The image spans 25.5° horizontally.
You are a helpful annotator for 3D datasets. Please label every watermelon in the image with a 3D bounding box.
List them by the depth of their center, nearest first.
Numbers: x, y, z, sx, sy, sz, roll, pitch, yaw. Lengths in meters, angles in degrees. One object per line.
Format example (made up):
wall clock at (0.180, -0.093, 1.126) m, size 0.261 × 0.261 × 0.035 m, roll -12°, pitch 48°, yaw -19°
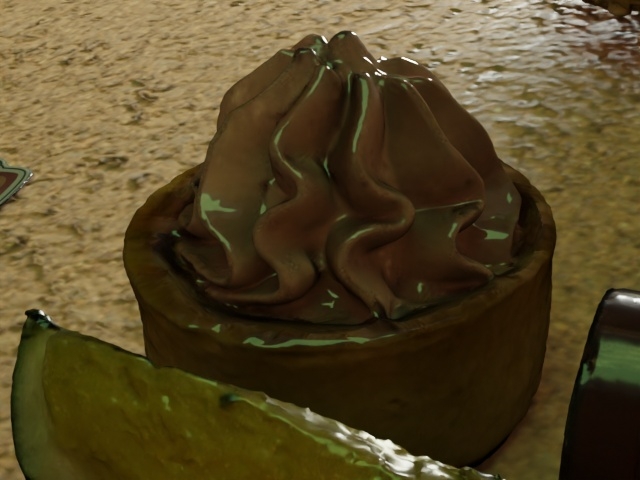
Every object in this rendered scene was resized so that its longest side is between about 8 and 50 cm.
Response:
watermelon at (0.019, 0.106, 0.482) m, size 0.301 × 0.129 × 0.123 m, roll 17°, pitch 38°, yaw 26°

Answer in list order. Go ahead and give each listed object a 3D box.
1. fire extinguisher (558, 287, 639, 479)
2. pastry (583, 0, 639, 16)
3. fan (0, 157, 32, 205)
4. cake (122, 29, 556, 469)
fire extinguisher at (0.258, 0.091, 0.464) m, size 0.341 × 0.105 × 0.141 m, roll 10°, pitch 14°, yaw 20°
pastry at (0.266, -0.238, 0.939) m, size 0.255 × 0.162 × 0.311 m, roll -11°, pitch 19°, yaw 21°
fan at (-0.284, -0.003, 0.879) m, size 0.132 × 0.009 × 0.220 m, roll 11°, pitch 37°, yaw 33°
cake at (0.000, 0.000, 0.624) m, size 0.207 × 0.178 × 0.185 m, roll -18°, pitch 32°, yaw -7°
